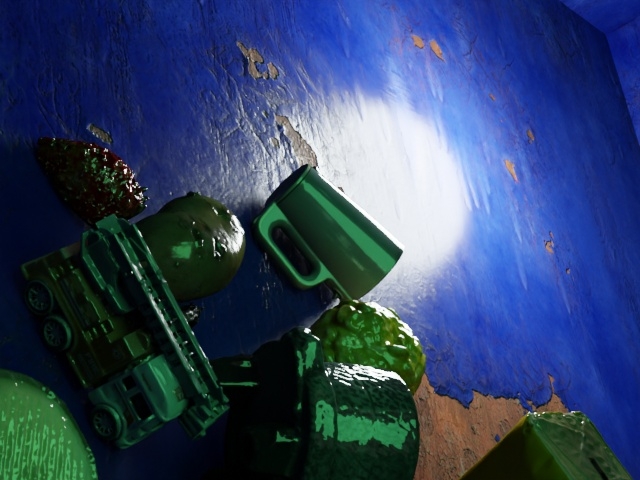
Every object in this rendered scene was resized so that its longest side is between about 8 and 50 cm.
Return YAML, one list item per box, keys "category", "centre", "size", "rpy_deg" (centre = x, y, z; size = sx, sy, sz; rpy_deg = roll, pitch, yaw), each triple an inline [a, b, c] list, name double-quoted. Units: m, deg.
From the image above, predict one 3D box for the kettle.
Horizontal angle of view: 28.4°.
- category: "kettle"
  centre: [0.000, 0.000, 2.316]
  size: [0.243, 0.160, 0.210]
  rpy_deg: [44, 64, -12]

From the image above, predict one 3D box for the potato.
- category: "potato"
  centre: [-0.213, 0.020, 1.983]
  size: [0.165, 0.165, 0.262]
  rpy_deg: [58, 28, -4]

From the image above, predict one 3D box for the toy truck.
- category: "toy truck"
  centre: [-0.266, 0.142, 1.788]
  size: [0.133, 0.184, 0.338]
  rpy_deg: [-28, 90, -57]

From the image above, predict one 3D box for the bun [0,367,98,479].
- category: "bun"
  centre: [-0.401, 0.304, 1.523]
  size: [0.287, 0.146, 0.287]
  rpy_deg: [30, 49, -42]

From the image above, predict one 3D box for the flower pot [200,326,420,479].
- category: "flower pot"
  centre: [-0.027, 0.275, 1.882]
  size: [0.282, 0.299, 0.299]
  rpy_deg: [8, 57, -27]

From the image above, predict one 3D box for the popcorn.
- category: "popcorn"
  centre: [0.063, 0.221, 2.178]
  size: [0.206, 0.251, 0.237]
  rpy_deg: [42, 67, 12]

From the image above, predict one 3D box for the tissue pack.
- category: "tissue pack"
  centre: [0.346, 0.507, 2.107]
  size: [0.228, 0.382, 0.293]
  rpy_deg: [0, 48, -51]

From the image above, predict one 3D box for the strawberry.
- category: "strawberry"
  centre: [-0.342, -0.098, 1.960]
  size: [0.140, 0.085, 0.192]
  rpy_deg: [-24, 84, -55]

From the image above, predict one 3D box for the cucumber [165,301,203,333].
- category: "cucumber"
  centre: [-0.240, 0.129, 1.958]
  size: [0.181, 0.053, 0.053]
  rpy_deg: [-15, 78, -57]
